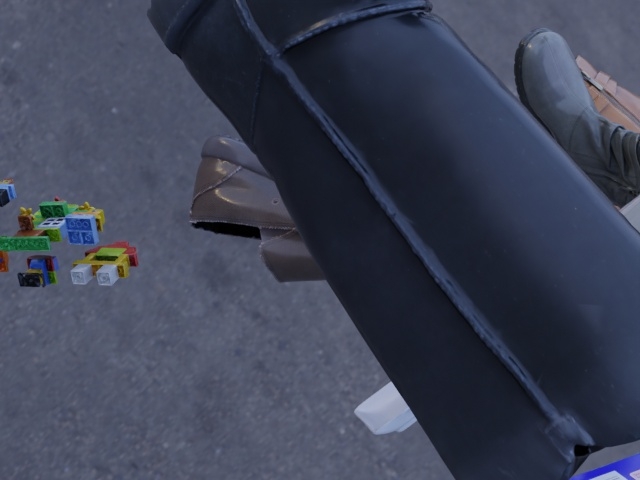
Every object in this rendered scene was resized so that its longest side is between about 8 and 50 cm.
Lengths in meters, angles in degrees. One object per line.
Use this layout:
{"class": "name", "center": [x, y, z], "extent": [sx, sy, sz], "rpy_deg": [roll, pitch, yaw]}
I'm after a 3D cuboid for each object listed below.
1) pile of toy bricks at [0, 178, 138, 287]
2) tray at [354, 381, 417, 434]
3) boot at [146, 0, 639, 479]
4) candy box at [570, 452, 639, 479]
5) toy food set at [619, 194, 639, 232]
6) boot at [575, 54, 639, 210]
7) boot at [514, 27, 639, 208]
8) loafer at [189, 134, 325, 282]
{"class": "pile of toy bricks", "center": [-0.304, -0.017, 1.257], "extent": [0.105, 0.212, 0.118], "rpy_deg": [-55, 143, -60]}
{"class": "tray", "center": [0.169, 0.161, 1.449], "extent": [0.030, 0.270, 0.145], "rpy_deg": [55, -6, -8]}
{"class": "boot", "center": [0.117, -0.083, 0.740], "extent": [0.146, 0.367, 0.445], "rpy_deg": [-17, 69, -50]}
{"class": "candy box", "center": [0.417, 0.423, 1.429], "extent": [0.268, 0.317, 0.122], "rpy_deg": [-11, 27, -29]}
{"class": "toy food set", "center": [0.358, 0.004, 1.089], "extent": [0.220, 0.306, 0.092], "rpy_deg": [48, 8, -25]}
{"class": "boot", "center": [0.389, -0.135, 1.584], "extent": [0.220, 0.109, 0.283], "rpy_deg": [42, 52, 1]}
{"class": "boot", "center": [0.326, -0.131, 1.311], "extent": [0.083, 0.161, 0.246], "rpy_deg": [-37, 121, -17]}
{"class": "loafer", "center": [0.000, 0.000, 1.297], "extent": [0.366, 0.130, 0.134], "rpy_deg": [24, -7, 29]}
